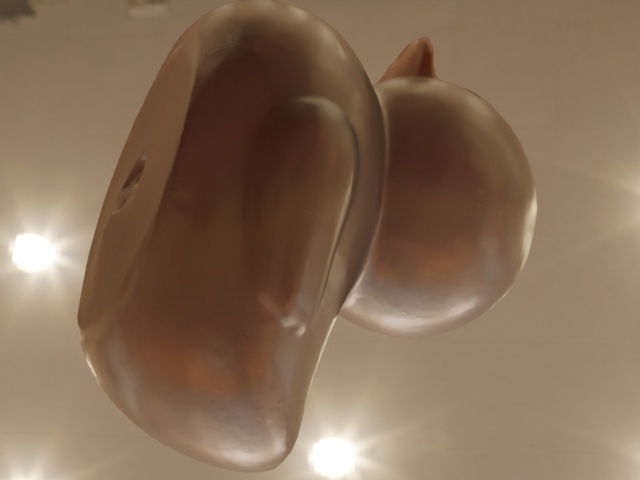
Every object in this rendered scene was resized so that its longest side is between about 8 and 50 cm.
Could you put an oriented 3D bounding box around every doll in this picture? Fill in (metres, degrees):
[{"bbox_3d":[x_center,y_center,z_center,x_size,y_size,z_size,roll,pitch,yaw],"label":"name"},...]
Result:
[{"bbox_3d":[0.000,0.000,0.961,0.221,0.221,0.251,10,-114,18],"label":"doll"}]
